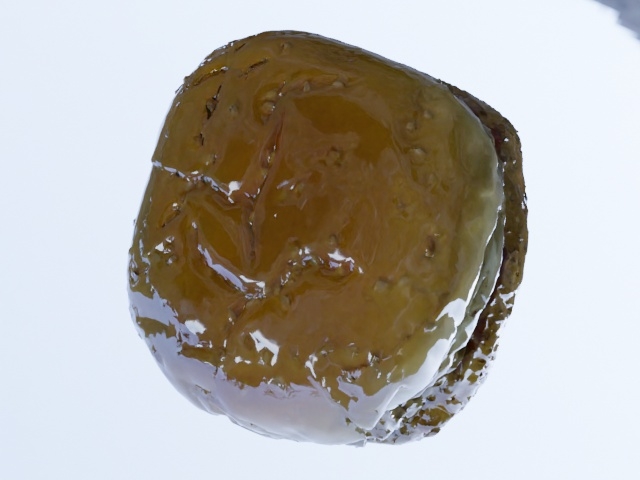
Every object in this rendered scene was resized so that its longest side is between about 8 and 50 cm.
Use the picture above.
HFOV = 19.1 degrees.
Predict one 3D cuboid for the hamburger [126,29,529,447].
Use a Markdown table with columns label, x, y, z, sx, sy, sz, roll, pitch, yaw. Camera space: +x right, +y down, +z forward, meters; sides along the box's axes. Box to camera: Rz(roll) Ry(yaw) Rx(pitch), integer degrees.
| label | x | y | z | sx | sy | sz | roll | pitch | yaw |
| --- | --- | --- | --- | --- | --- | --- | --- | --- | --- |
| hamburger | 0.000 | 0.000 | 1.051 | 0.244 | 0.244 | 0.163 | 42 | -165 | 25 |
